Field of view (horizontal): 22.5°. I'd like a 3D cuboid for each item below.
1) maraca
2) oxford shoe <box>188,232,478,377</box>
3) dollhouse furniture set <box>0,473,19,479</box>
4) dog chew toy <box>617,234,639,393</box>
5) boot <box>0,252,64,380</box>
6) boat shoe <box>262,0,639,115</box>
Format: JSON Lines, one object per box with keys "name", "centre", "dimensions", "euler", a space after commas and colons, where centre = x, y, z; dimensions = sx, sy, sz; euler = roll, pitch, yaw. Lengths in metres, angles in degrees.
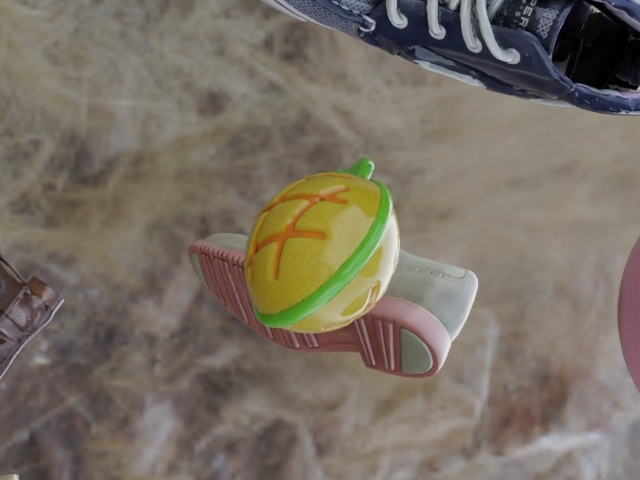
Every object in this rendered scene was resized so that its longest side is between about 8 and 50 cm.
{"name": "maraca", "centre": [0.000, 0.000, 1.137], "dimensions": [0.099, 0.127, 0.185], "euler": [48, 14, -19]}
{"name": "oxford shoe", "centre": [0.014, 0.055, 2.012], "dimensions": [0.146, 0.397, 0.140], "euler": [-51, 144, -32]}
{"name": "dollhouse furniture set", "centre": [-0.396, 0.177, 1.091], "dimensions": [0.362, 0.256, 0.394], "euler": [38, 43, -70]}
{"name": "dog chew toy", "centre": [0.340, 0.043, 1.002], "dimensions": [0.207, 0.332, 0.206], "euler": [3, 83, -29]}
{"name": "boot", "centre": [-0.263, 0.064, 1.197], "dimensions": [0.114, 0.106, 0.037], "euler": [-53, 152, -17]}
{"name": "boat shoe", "centre": [0.093, -0.181, 1.122], "dimensions": [0.340, 0.158, 0.127], "euler": [15, 96, -27]}
